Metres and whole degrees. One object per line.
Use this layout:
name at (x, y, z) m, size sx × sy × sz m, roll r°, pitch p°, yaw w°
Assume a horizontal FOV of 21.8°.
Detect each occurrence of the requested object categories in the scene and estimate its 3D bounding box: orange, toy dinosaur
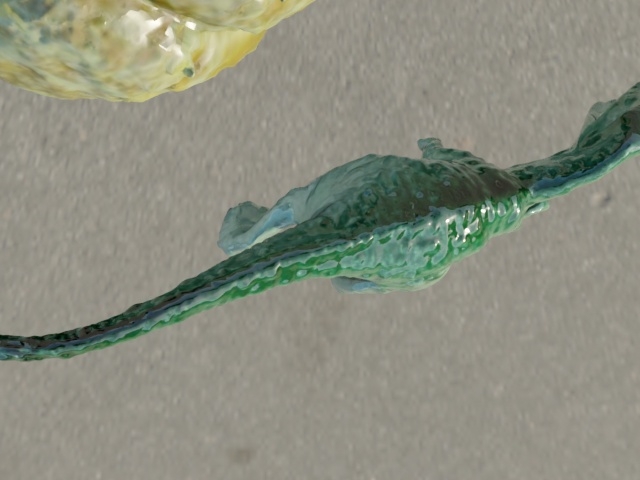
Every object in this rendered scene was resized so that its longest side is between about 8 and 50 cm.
orange at (-0.065, -0.244, 0.942) m, size 0.271 × 0.210 × 0.368 m, roll 13°, pitch 97°, yaw -55°
toy dinosaur at (-0.015, 0.009, 0.757) m, size 0.383 × 0.129 × 0.076 m, roll -24°, pitch 85°, yaw -16°
